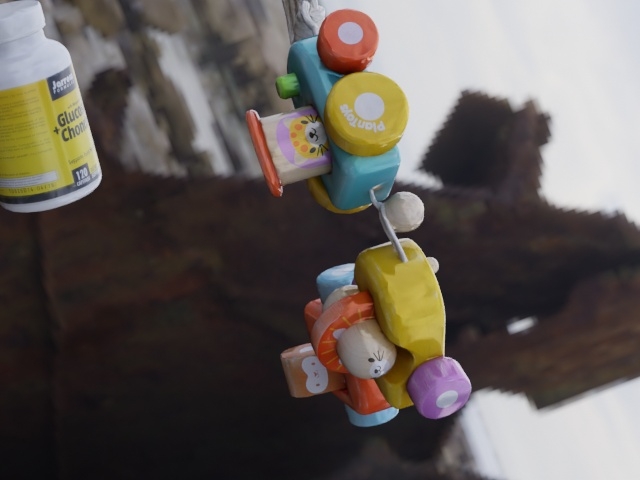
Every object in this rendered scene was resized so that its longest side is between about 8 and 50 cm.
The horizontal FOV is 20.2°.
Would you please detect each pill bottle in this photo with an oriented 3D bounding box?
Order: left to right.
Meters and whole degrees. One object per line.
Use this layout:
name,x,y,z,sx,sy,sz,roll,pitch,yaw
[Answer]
pill bottle,-0.275,-0.127,1.690,0.103,0.103,0.184,-104,-179,-70

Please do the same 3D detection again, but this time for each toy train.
toy train,0.000,0.000,0.593,0.125,0.046,0.166,-139,-146,-65
